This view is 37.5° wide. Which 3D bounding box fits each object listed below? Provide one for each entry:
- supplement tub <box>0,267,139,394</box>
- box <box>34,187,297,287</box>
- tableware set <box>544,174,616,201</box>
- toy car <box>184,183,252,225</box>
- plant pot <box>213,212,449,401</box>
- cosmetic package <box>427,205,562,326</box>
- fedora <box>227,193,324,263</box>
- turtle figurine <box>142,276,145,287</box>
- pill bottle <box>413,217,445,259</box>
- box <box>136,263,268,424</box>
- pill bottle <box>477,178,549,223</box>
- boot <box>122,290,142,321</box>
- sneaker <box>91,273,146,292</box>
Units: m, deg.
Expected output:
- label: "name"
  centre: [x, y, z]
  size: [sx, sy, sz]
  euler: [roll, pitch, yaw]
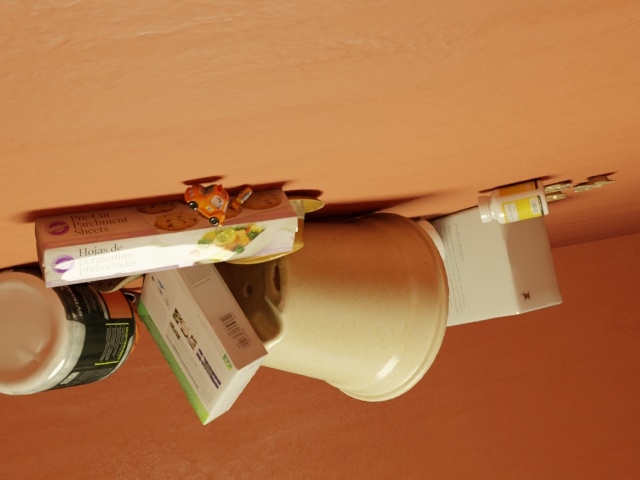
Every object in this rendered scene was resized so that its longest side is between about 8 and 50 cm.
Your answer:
- label: "supplement tub"
  centre: [-0.456, 0.156, 1.653]
  size: [0.207, 0.207, 0.338]
  euler: [-12, 173, 10]
- label: "box"
  centre: [-0.189, -0.007, 1.188]
  size: [0.324, 0.067, 0.063]
  euler: [-8, 132, -22]
- label: "tableware set"
  centre: [0.489, -0.100, 1.823]
  size: [0.141, 0.020, 0.169]
  euler: [-12, 173, 7]
- label: "toy car"
  centre: [-0.120, -0.060, 1.140]
  size: [0.040, 0.060, 0.122]
  euler: [-44, -175, 20]
- label: "plant pot"
  centre: [-0.012, 0.096, 1.560]
  size: [0.305, 0.333, 0.334]
  euler: [10, 161, -42]
- label: "cosmetic package"
  centre: [0.272, 0.070, 2.042]
  size: [0.161, 0.230, 0.453]
  euler: [-6, 173, -42]
- label: "fedora"
  centre: [-0.086, -0.012, 1.354]
  size: [0.194, 0.079, 0.194]
  euler: [-10, 174, -1]
- label: "turtle figurine"
  centre: [-0.236, 0.099, 1.921]
  size: [0.234, 0.118, 0.175]
  euler: [1, 175, -28]
- label: "pill bottle"
  centre: [0.121, 0.055, 1.879]
  size: [0.246, 0.136, 0.136]
  euler: [-29, 179, -17]
- label: "box"
  centre: [-0.192, 0.138, 1.450]
  size: [0.058, 0.232, 0.322]
  euler: [-27, 166, -26]
- label: "pill bottle"
  centre: [0.339, -0.066, 1.664]
  size: [0.116, 0.065, 0.065]
  euler: [-12, 174, 13]
- label: "boot"
  centre: [-0.459, 0.151, 2.136]
  size: [0.248, 0.090, 0.207]
  euler: [-2, 172, -35]
- label: "sneaker"
  centre: [-0.305, 0.043, 1.538]
  size: [0.071, 0.066, 0.188]
  euler: [-6, 173, -45]
